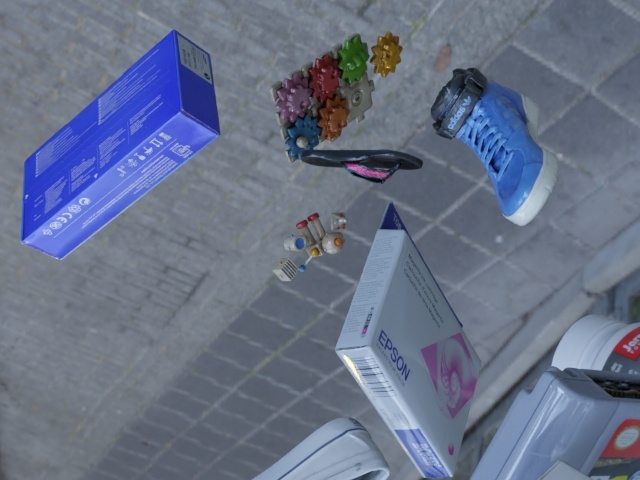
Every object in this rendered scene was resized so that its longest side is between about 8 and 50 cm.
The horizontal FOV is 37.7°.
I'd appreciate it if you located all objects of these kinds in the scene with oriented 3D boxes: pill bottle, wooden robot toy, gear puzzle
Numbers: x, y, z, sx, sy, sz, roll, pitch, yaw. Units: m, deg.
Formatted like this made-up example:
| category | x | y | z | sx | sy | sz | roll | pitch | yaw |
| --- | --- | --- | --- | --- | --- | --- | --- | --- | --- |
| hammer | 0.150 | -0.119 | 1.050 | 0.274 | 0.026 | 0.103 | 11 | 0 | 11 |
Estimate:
| category | x | y | z | sx | sy | sz | roll | pitch | yaw |
| --- | --- | --- | --- | --- | --- | --- | --- | --- | --- |
| pill bottle | 0.440 | 0.198 | 1.177 | 0.283 | 0.161 | 0.161 | 24 | 162 | 51 |
| wooden robot toy | 0.000 | 0.000 | 1.535 | 0.079 | 0.173 | 0.076 | -3 | 118 | 56 |
| gear puzzle | 0.051 | -0.281 | 1.745 | 0.044 | 0.339 | 0.176 | 22 | 138 | 40 |

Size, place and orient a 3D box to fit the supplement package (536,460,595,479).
| category | x | y | z | sx | sy | sz | roll | pitch | yaw |
| --- | --- | --- | --- | --- | --- | --- | --- | --- | --- |
| supplement package | 0.220 | 0.315 | 0.592 | 0.293 | 0.175 | 0.178 | 28 | 137 | 38 |

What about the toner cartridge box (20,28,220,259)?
| category | x | y | z | sx | sy | sz | roll | pitch | yaw |
| --- | --- | --- | --- | --- | --- | --- | --- | --- | --- |
| toner cartridge box | -0.294 | -0.130 | 1.341 | 0.347 | 0.165 | 0.075 | -33 | 137 | 27 |

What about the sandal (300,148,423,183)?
| category | x | y | z | sx | sy | sz | roll | pitch | yaw |
| --- | --- | --- | --- | --- | --- | --- | --- | --- | --- |
| sandal | 0.058 | -0.103 | 1.336 | 0.179 | 0.040 | 0.067 | 3 | 167 | 16 |

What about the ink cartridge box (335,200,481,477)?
| category | x | y | z | sx | sy | sz | roll | pitch | yaw |
| --- | --- | --- | --- | --- | --- | --- | --- | --- | --- |
| ink cartridge box | 0.163 | 0.153 | 1.509 | 0.071 | 0.330 | 0.324 | -9 | 130 | 33 |

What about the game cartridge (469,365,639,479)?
| category | x | y | z | sx | sy | sz | roll | pitch | yaw |
| --- | --- | --- | --- | --- | --- | --- | --- | --- | --- |
| game cartridge | 0.250 | 0.210 | 0.834 | 0.294 | 0.060 | 0.196 | 11 | 116 | -39 |

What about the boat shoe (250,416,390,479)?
| category | x | y | z | sx | sy | sz | roll | pitch | yaw |
| --- | --- | --- | --- | --- | --- | --- | --- | --- | --- |
| boat shoe | -0.041 | 0.293 | 0.971 | 0.084 | 0.258 | 0.095 | 46 | 179 | 45 |

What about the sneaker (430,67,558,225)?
| category | x | y | z | sx | sy | sz | roll | pitch | yaw |
| --- | --- | --- | --- | --- | --- | --- | --- | --- | --- |
| sneaker | 0.118 | -0.074 | 0.675 | 0.084 | 0.152 | 0.058 | 25 | 127 | -12 |
